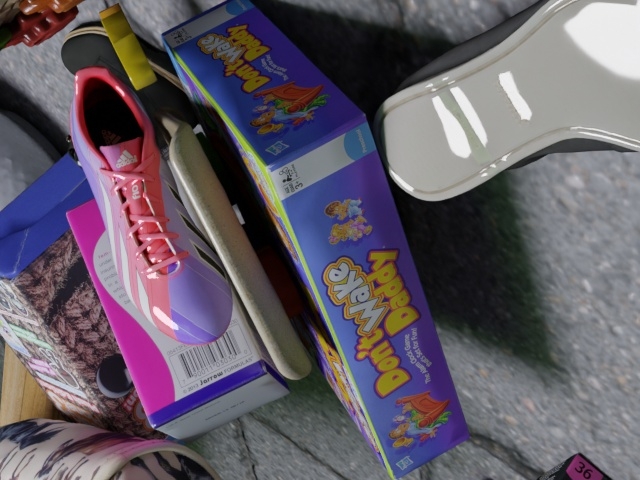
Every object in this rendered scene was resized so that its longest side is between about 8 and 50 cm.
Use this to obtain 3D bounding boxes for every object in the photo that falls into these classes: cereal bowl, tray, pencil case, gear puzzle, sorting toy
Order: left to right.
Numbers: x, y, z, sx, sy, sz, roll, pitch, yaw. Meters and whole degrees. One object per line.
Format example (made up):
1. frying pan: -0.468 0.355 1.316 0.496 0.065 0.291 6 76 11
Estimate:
1. cereal bowl: -0.404 -0.059 1.449 0.339 0.141 0.339 33 151 21
2. gear puzzle: -0.225 -0.154 0.847 0.044 0.339 0.175 54 151 -8
3. pencil case: -0.245 0.278 1.184 0.410 0.160 0.184 -7 111 55
4. tray: -0.326 0.252 1.589 0.076 0.203 0.411 -1 165 6
5. sorting toy: -0.090 -0.052 0.939 0.307 0.041 0.229 64 176 -15

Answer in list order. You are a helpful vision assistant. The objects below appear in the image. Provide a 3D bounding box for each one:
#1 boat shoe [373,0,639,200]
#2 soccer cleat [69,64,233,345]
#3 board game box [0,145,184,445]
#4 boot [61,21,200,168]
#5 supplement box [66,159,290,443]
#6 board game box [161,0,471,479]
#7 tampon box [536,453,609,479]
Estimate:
1. boat shoe: 0.162 -0.103 0.690 0.335 0.095 0.112 -13 109 54
2. soccer cleat: -0.144 -0.029 0.945 0.095 0.083 0.248 84 161 -68
3. board game box: -0.210 0.063 1.256 0.141 0.232 0.291 13 141 45
4. boot: -0.211 -0.129 1.088 0.198 0.137 0.077 23 147 37
5. supplement box: -0.128 0.056 1.052 0.220 0.111 0.114 64 -179 20
6. board game box: 0.000 0.000 0.951 0.233 0.078 0.347 52 167 50
7. tampon box: 0.227 0.306 1.084 0.120 0.161 0.101 39 153 6
